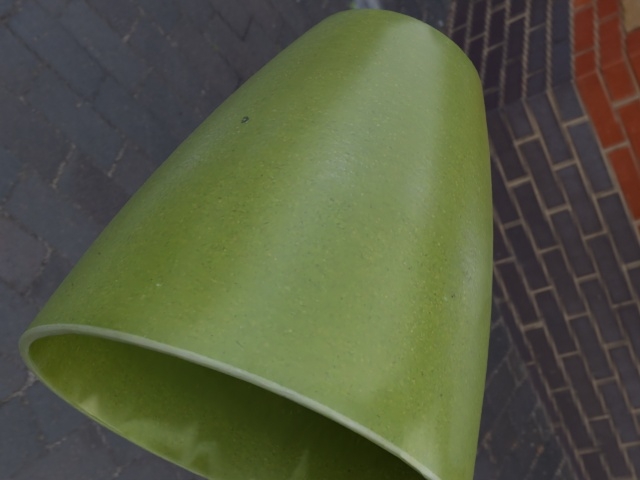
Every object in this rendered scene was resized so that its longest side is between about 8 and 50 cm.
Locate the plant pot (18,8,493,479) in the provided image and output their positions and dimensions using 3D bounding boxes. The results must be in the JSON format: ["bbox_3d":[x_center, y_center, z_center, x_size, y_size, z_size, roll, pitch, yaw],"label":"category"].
[{"bbox_3d":[0.000,0.000,0.575,0.275,0.275,0.293,43,57,-35],"label":"plant pot"}]
